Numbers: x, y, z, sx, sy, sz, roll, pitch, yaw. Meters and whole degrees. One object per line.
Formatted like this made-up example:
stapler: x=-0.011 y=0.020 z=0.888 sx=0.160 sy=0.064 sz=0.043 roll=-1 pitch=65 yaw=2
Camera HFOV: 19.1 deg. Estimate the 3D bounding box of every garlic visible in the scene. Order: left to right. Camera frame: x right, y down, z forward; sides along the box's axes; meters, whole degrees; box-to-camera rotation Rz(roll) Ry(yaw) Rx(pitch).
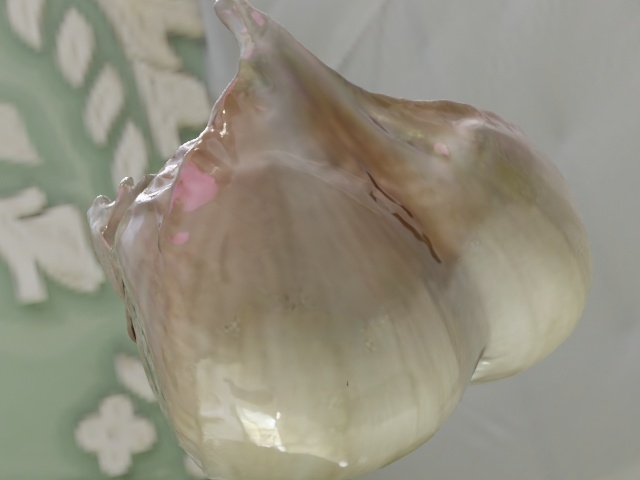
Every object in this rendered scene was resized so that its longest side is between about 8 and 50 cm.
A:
garlic: x=0.009 y=0.002 z=0.538 sx=0.124 sy=0.174 sz=0.099 roll=55 pitch=-43 yaw=20
